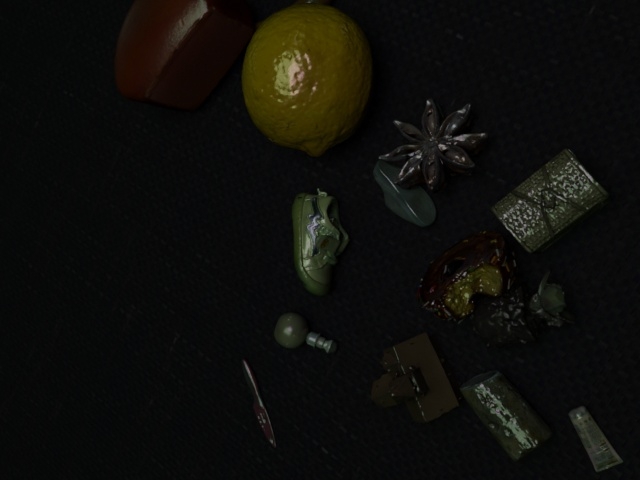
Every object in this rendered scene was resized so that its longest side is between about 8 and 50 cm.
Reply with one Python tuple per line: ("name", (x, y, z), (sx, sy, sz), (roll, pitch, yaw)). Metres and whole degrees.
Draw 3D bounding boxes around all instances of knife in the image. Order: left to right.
("knife", (-0.166, 0.431, 1.743), (0.036, 0.018, 0.247), (-23, 82, 21))

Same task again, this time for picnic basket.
("picnic basket", (0.478, -0.077, 1.367), (0.196, 0.154, 0.134), (-40, 75, 19))

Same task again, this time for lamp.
("lamp", (-0.034, 0.241, 1.651), (0.163, 0.091, 0.090), (21, 99, 10))

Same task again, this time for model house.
("model house", (0.182, 0.321, 1.454), (0.176, 0.248, 0.180), (-28, 78, 23))

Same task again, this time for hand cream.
("hand cream", (0.577, 0.416, 1.391), (0.061, 0.039, 0.143), (-30, 87, 15))

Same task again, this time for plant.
("plant", (0.428, 0.150, 1.398), (0.203, 0.131, 0.142), (-34, 89, 22))

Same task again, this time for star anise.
("star anise", (0.265, -0.198, 1.494), (0.236, 0.109, 0.223), (16, 73, 36))

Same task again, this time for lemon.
("lemon", (-0.029, -0.373, 1.520), (0.336, 0.336, 0.335), (0, 90, 25))

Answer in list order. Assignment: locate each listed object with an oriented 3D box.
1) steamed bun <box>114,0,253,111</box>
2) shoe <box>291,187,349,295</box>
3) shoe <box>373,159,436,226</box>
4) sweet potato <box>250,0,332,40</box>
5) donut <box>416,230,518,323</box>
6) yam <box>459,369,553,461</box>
("steamed bun", (-0.373, -0.531, 1.714), (0.379, 0.235, 0.248), (-45, 64, 26))
("shoe", (-0.007, 0.002, 1.600), (0.128, 0.140, 0.262), (-16, 77, 34))
("shoe", (0.190, -0.104, 1.557), (0.195, 0.079, 0.078), (52, 144, 8))
("sweet potato", (-0.073, -0.565, 1.671), (0.346, 0.079, 0.108), (-22, 52, 25))
("donut", (0.317, 0.082, 1.422), (0.230, 0.216, 0.096), (-43, 103, 2))
("yam", (0.398, 0.371, 1.433), (0.107, 0.107, 0.194), (-45, 72, 19))
